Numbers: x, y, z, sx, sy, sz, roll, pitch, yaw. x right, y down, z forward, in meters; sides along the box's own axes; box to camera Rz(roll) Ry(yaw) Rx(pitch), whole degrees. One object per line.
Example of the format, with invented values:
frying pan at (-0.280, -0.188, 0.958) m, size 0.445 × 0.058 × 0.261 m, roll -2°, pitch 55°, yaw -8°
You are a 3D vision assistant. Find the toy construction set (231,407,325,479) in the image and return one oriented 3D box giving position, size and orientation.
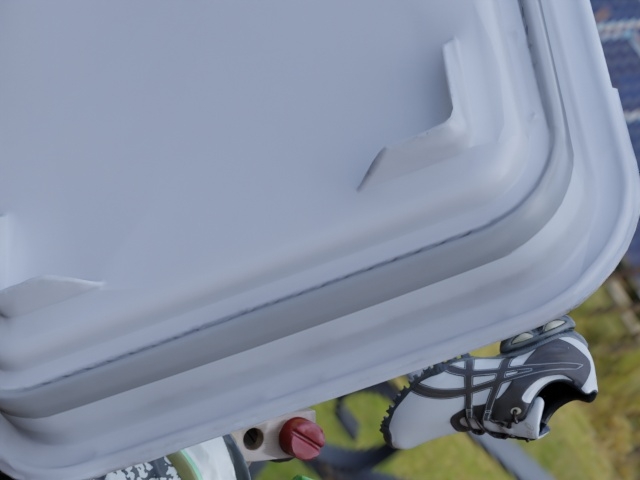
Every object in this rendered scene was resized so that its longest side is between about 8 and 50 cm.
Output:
toy construction set at (-0.154, 0.201, 1.531) m, size 0.237 × 0.257 × 0.309 m, roll 25°, pitch 22°, yaw -23°

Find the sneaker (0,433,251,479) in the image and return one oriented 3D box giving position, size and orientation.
sneaker at (-0.257, 0.139, 1.370) m, size 0.410 × 0.158 × 0.182 m, roll 26°, pitch 33°, yaw 24°

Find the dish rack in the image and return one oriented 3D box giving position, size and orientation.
dish rack at (-0.037, -0.085, 0.718) m, size 0.072 × 0.286 × 0.332 m, roll 50°, pitch 26°, yaw -47°

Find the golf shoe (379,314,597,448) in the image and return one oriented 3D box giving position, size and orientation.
golf shoe at (0.147, 0.142, 1.515) m, size 0.077 × 0.198 × 0.094 m, roll 50°, pitch 12°, yaw -55°
